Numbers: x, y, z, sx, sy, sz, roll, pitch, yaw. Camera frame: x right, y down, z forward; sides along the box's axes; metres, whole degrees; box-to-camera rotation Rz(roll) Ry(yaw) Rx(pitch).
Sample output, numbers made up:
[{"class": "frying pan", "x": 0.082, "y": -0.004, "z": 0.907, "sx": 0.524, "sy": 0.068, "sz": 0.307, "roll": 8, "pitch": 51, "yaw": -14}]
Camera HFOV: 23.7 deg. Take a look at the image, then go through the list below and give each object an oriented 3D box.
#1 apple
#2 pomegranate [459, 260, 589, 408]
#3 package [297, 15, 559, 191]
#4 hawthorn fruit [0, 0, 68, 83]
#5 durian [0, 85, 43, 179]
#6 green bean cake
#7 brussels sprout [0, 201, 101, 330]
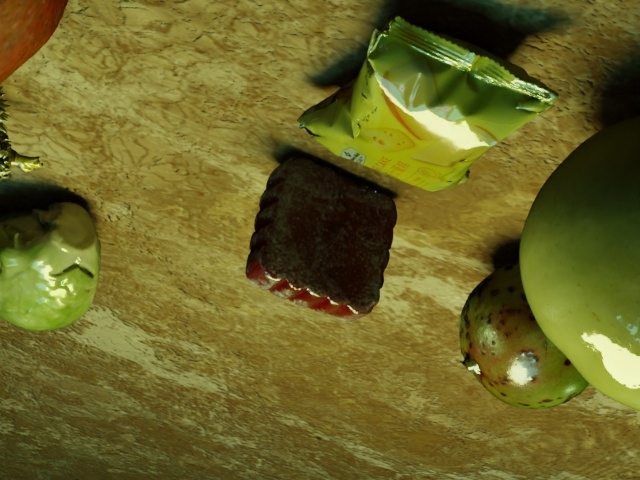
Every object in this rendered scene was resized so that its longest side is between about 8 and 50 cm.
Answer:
[{"class": "apple", "x": 0.301, "y": 0.017, "z": 1.249, "sx": 0.262, "sy": 0.262, "sz": 0.262, "roll": 11, "pitch": 155, "yaw": 5}, {"class": "pomegranate", "x": 0.239, "y": 0.090, "z": 1.562, "sx": 0.205, "sy": 0.159, "sz": 0.159, "roll": -14, "pitch": 155, "yaw": -6}, {"class": "package", "x": 0.083, "y": -0.109, "z": 1.268, "sx": 0.168, "sy": 0.090, "sz": 0.226, "roll": 19, "pitch": 156, "yaw": -9}, {"class": "hawthorn fruit", "x": -0.309, "y": -0.171, "z": 1.110, "sx": 0.211, "sy": 0.299, "sz": 0.211, "roll": 33, "pitch": 176, "yaw": 3}, {"class": "durian", "x": -0.348, "y": -0.099, "z": 1.430, "sx": 0.208, "sy": 0.146, "sz": 0.102, "roll": 25, "pitch": 165, "yaw": -37}, {"class": "green bean cake", "x": 0.000, "y": 0.000, "z": 1.481, "sx": 0.136, "sy": 0.135, "sz": 0.056, "roll": 24, "pitch": 157, "yaw": -20}, {"class": "brussels sprout", "x": -0.314, "y": 0.027, "z": 1.706, "sx": 0.183, "sy": 0.131, "sz": 0.145, "roll": -5, "pitch": 128, "yaw": 34}]
